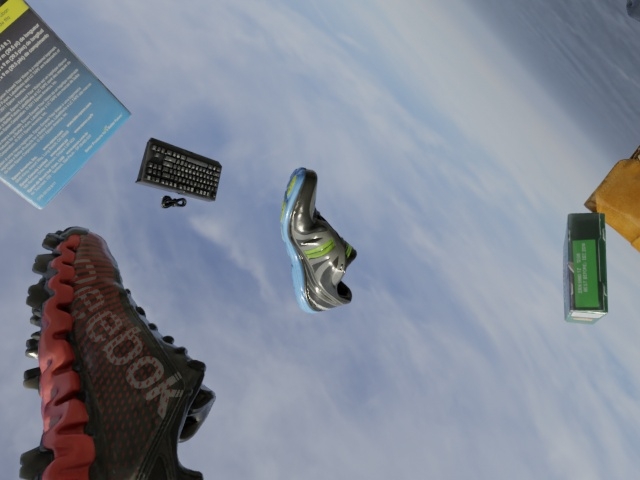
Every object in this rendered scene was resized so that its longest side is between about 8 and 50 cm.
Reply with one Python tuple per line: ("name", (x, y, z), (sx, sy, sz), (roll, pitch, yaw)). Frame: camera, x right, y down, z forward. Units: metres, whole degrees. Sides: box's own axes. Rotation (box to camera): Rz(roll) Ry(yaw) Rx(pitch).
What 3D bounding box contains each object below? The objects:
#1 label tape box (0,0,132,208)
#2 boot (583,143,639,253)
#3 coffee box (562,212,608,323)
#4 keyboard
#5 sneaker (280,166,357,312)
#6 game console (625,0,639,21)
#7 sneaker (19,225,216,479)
("label tape box", (-0.549, -0.262, 0.933), (0.115, 0.249, 0.348), (18, 155, 49))
("boot", (0.403, 0.015, 0.626), (0.211, 0.295, 0.104), (32, 160, 18))
("coffee box", (0.318, 0.041, 0.654), (0.184, 0.040, 0.113), (25, -113, -65))
("keyboard", (-0.241, -0.104, 0.938), (0.023, 0.108, 0.180), (18, -177, 30))
("sneaker", (0.000, 0.000, 0.601), (0.067, 0.078, 0.188), (-85, -13, -56))
("game console", (0.506, -0.243, 0.512), (0.342, 0.060, 0.386), (22, -173, 15))
("sneaker", (-0.157, 0.102, 0.420), (0.135, 0.098, 0.276), (0, -132, -28))
